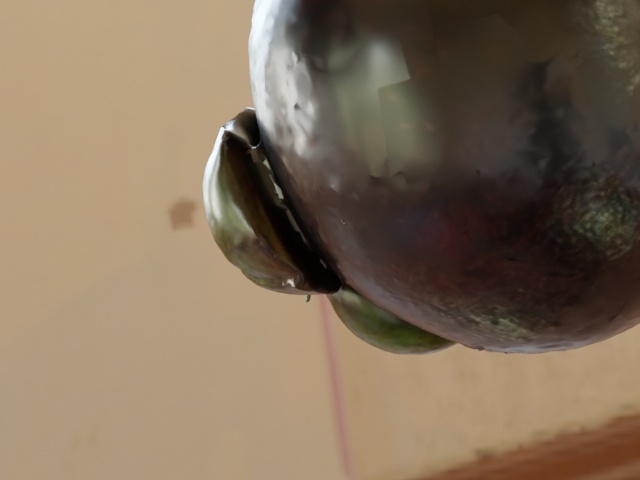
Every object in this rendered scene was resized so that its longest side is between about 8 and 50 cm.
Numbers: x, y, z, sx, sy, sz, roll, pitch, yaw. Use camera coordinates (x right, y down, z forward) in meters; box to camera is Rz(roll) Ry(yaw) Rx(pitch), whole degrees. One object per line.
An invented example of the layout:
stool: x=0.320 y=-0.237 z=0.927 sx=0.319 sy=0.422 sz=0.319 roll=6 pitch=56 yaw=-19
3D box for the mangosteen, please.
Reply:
mangosteen: x=0.088 y=-0.081 z=0.971 sx=0.300 sy=0.300 sz=0.300 roll=-8 pitch=10 yaw=1

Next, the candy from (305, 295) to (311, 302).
candy: x=0.000 y=0.000 z=1.599 sx=0.035 sy=0.123 sz=0.035 roll=15 pitch=-28 yaw=-9
